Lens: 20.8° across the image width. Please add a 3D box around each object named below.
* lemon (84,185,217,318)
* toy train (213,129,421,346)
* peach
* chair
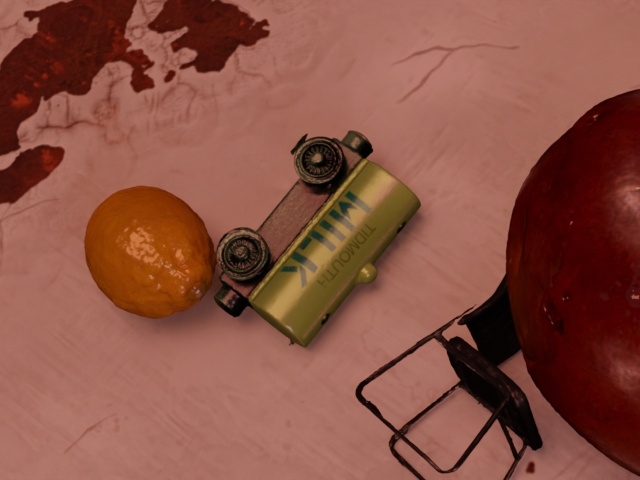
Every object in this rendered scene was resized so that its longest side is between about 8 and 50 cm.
[{"bbox_3d":[-0.190,0.017,1.974,0.142,0.142,0.187,-44,50,-8],"label":"lemon"},{"bbox_3d":[0.000,0.000,1.941,0.157,0.105,0.253,35,79,20],"label":"toy train"},{"bbox_3d":[0.352,0.062,1.606,0.353,0.339,0.416,-23,42,-14],"label":"peach"},{"bbox_3d":[0.171,0.148,1.759,0.221,0.140,0.145,-43,55,-11],"label":"chair"}]
